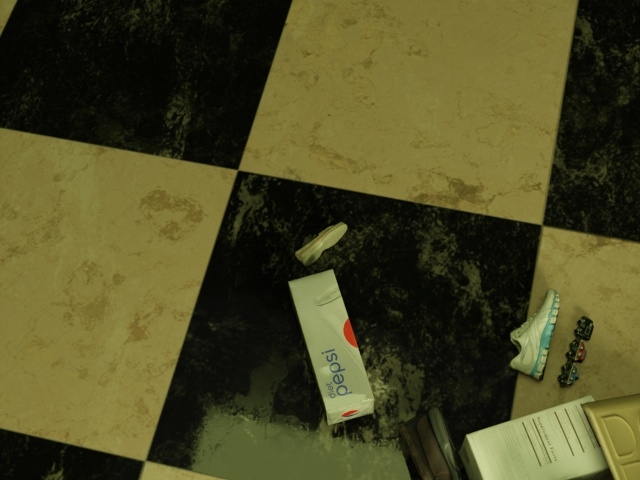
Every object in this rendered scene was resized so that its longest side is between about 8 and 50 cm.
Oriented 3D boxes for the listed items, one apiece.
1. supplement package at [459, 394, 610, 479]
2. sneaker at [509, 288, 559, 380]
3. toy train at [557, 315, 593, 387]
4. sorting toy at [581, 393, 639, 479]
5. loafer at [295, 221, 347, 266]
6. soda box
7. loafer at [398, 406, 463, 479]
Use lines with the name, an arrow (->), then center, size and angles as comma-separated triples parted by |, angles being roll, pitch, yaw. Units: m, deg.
supplement package -> 0.394, 0.394, 1.874 | 0.244, 0.139, 0.133 | -16, 65, -7
sneaker -> 0.418, 0.175, 2.028 | 0.083, 0.071, 0.190 | 13, 64, 16
toy train -> 0.503, 0.221, 2.022 | 0.036, 0.027, 0.158 | 25, 66, 4
sorting toy -> 0.600, 0.382, 1.844 | 0.307, 0.041, 0.229 | 0, 59, -41
loafer -> 0.000, 0.000, 2.158 | 0.125, 0.045, 0.039 | -43, 61, -14
soda box -> 0.020, 0.207, 2.020 | 0.098, 0.091, 0.286 | -15, 63, -5
loafer -> 0.215, 0.445, 1.870 | 0.095, 0.109, 0.302 | -22, 45, 10
